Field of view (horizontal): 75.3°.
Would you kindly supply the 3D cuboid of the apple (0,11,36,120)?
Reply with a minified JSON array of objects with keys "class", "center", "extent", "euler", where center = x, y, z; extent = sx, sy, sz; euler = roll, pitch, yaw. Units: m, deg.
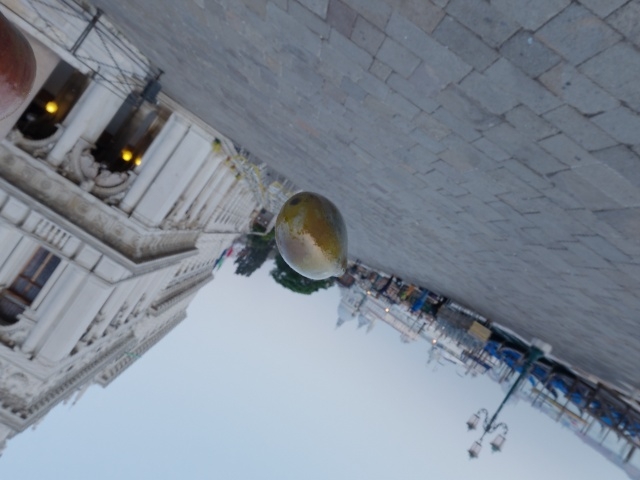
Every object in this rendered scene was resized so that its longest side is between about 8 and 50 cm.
[{"class":"apple","center":[-0.670,-0.334,0.706],"extent":[0.301,0.302,0.301],"euler":[34,178,1]}]

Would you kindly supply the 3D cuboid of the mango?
[{"class":"mango","center":[0.000,0.000,0.976],"extent":[0.146,0.193,0.316],"euler":[-8,158,22]}]
